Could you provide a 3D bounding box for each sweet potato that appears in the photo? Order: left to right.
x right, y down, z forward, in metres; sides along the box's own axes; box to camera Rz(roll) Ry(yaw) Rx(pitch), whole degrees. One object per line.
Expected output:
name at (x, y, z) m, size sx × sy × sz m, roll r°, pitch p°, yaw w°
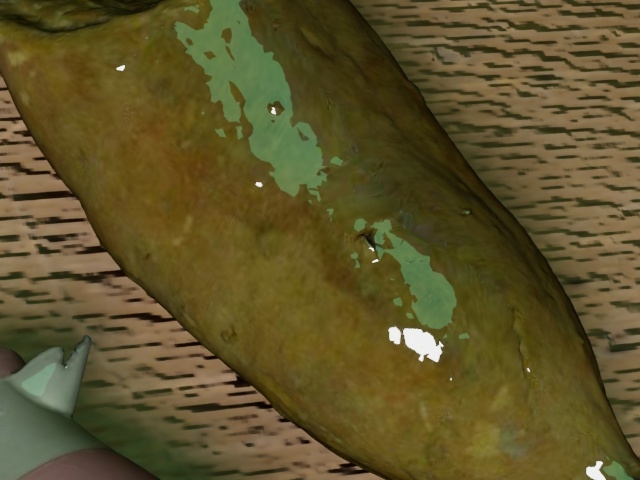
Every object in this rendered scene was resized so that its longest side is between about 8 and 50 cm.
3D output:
sweet potato at (0.000, 0.000, 0.762) m, size 0.158 × 0.158 × 0.370 m, roll -34°, pitch 81°, yaw -28°

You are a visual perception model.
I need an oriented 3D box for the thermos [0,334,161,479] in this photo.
thermos at (-0.088, 0.167, 0.651) m, size 0.176 × 0.146 × 0.265 m, roll -43°, pitch 69°, yaw -5°
